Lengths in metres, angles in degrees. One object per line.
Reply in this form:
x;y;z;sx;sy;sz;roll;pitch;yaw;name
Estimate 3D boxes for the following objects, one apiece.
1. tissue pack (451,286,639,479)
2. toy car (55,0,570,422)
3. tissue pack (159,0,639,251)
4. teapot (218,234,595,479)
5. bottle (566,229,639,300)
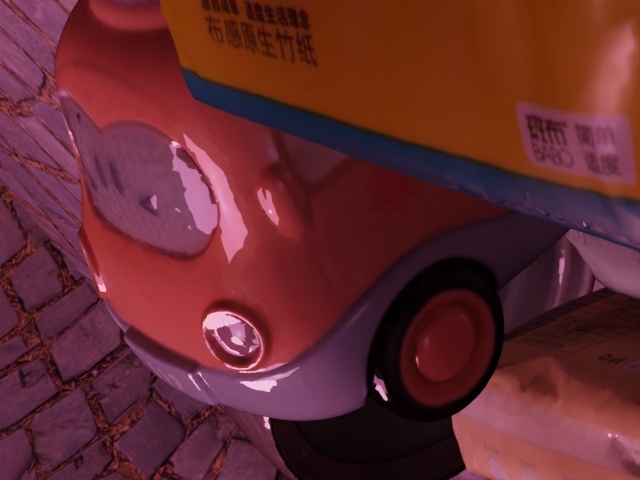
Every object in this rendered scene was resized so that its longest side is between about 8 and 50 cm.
0.188;0.077;0.902;0.222;0.186;0.090;8;113;65;tissue pack
0.008;-0.071;0.753;0.180;0.270;0.212;22;149;51;toy car
0.081;-0.102;0.538;0.271;0.192;0.134;21;125;57;tissue pack
0.000;0.000;1.137;0.312;0.233;0.315;42;170;43;teapot
0.216;0.002;0.794;0.083;0.083;0.270;48;162;-29;bottle
